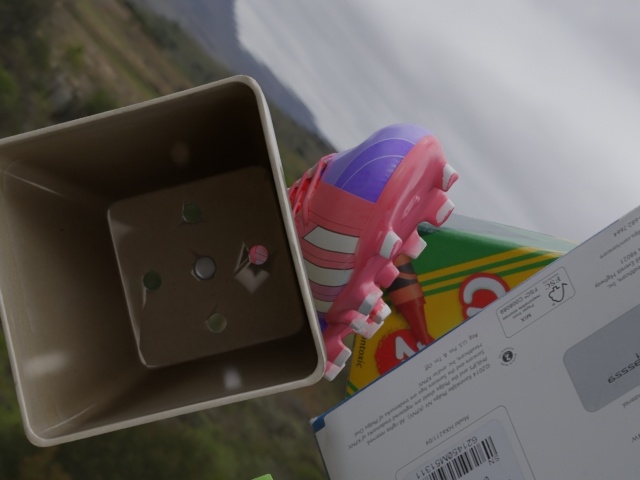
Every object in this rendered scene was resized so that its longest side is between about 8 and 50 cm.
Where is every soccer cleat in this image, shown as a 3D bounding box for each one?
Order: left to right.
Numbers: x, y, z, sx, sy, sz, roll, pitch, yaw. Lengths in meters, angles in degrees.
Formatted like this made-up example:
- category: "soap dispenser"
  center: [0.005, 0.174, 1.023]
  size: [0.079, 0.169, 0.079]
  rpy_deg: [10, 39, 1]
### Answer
- category: "soccer cleat"
  center: [0.000, 0.000, 0.779]
  size: [0.095, 0.083, 0.248]
  rpy_deg: [38, -22, 8]

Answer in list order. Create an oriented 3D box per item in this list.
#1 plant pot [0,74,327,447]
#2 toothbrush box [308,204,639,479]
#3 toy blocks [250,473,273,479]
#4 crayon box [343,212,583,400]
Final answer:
- category: "plant pot"
  center: [-0.054, 0.010, 0.567]
  size: [0.096, 0.109, 0.109]
  rpy_deg: [17, 59, -80]
- category: "toothbrush box"
  center: [0.175, 0.125, 0.701]
  size: [0.295, 0.216, 0.126]
  rpy_deg: [35, 27, -46]
- category: "toy blocks"
  center: [-0.037, 0.363, 1.299]
  size: [0.261, 0.381, 0.190]
  rpy_deg: [79, -14, -44]
- category: "crayon box"
  center: [0.180, 0.103, 1.081]
  size: [0.319, 0.202, 0.081]
  rpy_deg: [12, 12, 18]
